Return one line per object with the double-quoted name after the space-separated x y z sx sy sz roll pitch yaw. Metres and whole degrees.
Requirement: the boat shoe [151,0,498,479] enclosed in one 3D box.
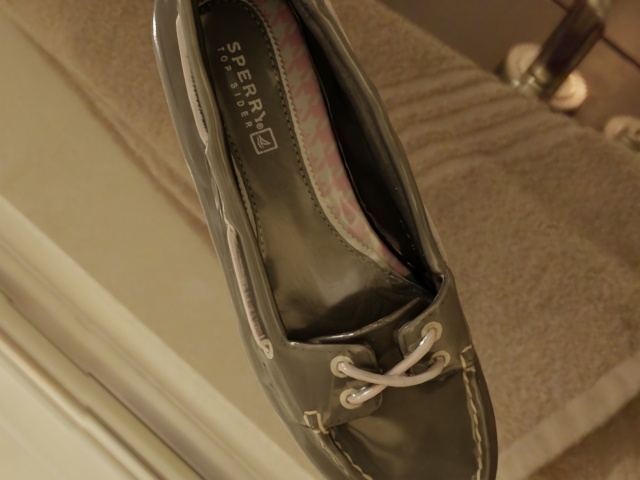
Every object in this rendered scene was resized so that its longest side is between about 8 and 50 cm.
0.000 0.000 0.492 0.112 0.335 0.095 -23 -3 -7 "boat shoe"
